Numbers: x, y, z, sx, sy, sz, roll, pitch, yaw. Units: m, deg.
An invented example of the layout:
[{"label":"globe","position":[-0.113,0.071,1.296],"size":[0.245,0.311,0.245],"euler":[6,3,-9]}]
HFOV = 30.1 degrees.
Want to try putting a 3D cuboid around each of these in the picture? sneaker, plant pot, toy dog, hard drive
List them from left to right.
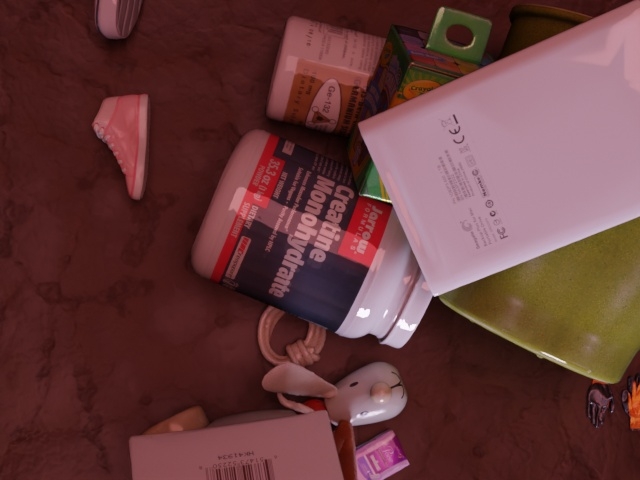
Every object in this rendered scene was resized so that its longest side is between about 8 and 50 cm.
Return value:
[{"label":"sneaker","position":[-0.269,-0.373,1.476],"size":[0.091,0.094,0.258],"euler":[0,80,12]},{"label":"sneaker","position":[-0.247,-0.116,1.464],"size":[0.070,0.051,0.134],"euler":[1,81,-5]},{"label":"toy dog","position":[-0.058,0.230,1.396],"size":[0.220,0.161,0.334],"euler":[45,81,-1]},{"label":"hard drive","position":[0.219,-0.091,1.227],"size":[0.307,0.040,0.203],"euler":[-23,95,14]},{"label":"plant pot","position":[0.315,-0.036,1.397],"size":[0.366,0.366,0.353],"euler":[25,94,-4]}]

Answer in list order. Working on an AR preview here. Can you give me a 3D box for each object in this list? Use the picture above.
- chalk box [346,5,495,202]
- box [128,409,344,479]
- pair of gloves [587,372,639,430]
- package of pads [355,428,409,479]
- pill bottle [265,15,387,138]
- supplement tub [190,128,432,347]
[{"label":"chalk box","position":[0.129,-0.153,1.336],"size":[0.132,0.132,0.213],"euler":[13,117,-13]},{"label":"box","position":[-0.079,0.371,1.283],"size":[0.215,0.168,0.345],"euler":[-7,129,-7]},{"label":"pair of gloves","position":[0.383,0.205,1.526],"size":[0.083,0.010,0.074],"euler":[6,84,-5]},{"label":"package of pads","position":[0.064,0.274,1.471],"size":[0.083,0.032,0.050],"euler":[-28,91,-8]},{"label":"pill bottle","position":[0.056,-0.188,1.464],"size":[0.229,0.131,0.131],"euler":[13,83,-5]},{"label":"supplement tub","position":[0.000,0.000,1.409],"size":[0.272,0.191,0.191],"euler":[23,82,-4]}]
